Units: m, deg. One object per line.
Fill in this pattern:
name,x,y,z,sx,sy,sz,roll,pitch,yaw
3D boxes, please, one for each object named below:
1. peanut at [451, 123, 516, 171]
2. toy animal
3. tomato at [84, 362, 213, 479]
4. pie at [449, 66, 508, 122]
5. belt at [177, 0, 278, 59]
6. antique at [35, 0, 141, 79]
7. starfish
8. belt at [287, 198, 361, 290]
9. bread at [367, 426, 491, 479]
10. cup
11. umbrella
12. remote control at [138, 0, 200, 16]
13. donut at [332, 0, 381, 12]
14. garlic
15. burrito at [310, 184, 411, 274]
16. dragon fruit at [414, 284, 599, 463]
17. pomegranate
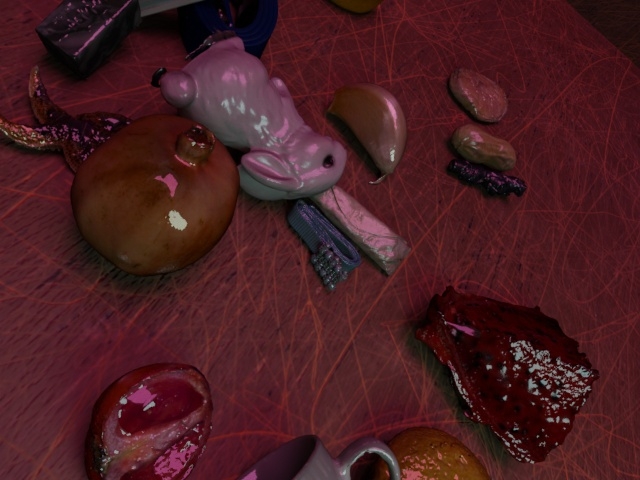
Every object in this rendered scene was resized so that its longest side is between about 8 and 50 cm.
peanut,0.458,-0.253,1.414,0.214,0.090,0.099,16,44,-21
toy animal,-0.120,-0.213,0.987,0.357,0.194,0.258,46,51,-2
tomato,-0.242,0.252,0.703,0.173,0.099,0.190,-6,105,-49
pie,0.492,-0.443,1.571,0.218,0.052,0.185,15,55,-25
belt,-0.210,-0.536,1.168,0.212,0.117,0.347,7,60,-24
antique,-0.418,-0.404,0.943,0.088,0.086,0.183,37,76,-5
starfish,-0.428,-0.194,0.876,0.238,0.071,0.216,-7,61,-44
belt,-0.003,0.002,1.013,0.179,0.065,0.100,46,42,3
bread,0.172,0.419,0.814,0.239,0.139,0.240,15,56,-23
cup,0.016,0.392,0.684,0.258,0.186,0.234,-36,89,-3
umbrella,0.444,-0.163,1.373,0.224,0.080,0.072,17,90,-18
remote control,-0.334,-0.523,1.039,0.277,0.055,0.103,-15,67,0
donut,0.069,-0.749,1.469,0.259,0.101,0.152,38,51,-7
garlic,0.128,-0.270,1.222,0.164,0.145,0.245,-29,80,-6
burrito,0.073,-0.042,1.082,0.275,0.059,0.082,42,65,-2
dragon fruit,0.341,0.244,1.058,0.329,0.228,0.286,20,19,5
pomegranate,-0.237,-0.078,0.780,0.229,0.270,0.252,49,47,-7
